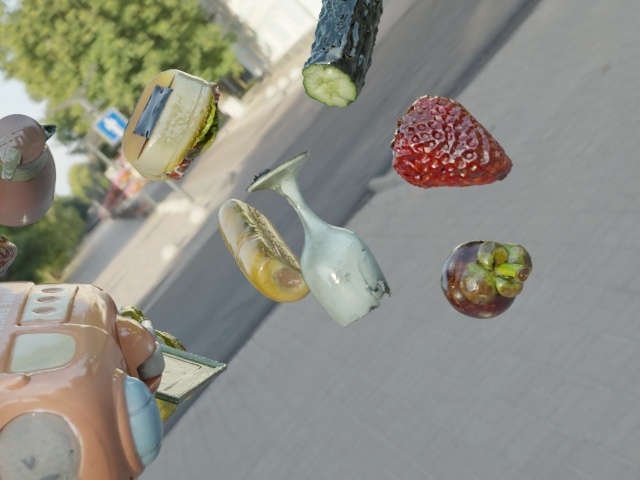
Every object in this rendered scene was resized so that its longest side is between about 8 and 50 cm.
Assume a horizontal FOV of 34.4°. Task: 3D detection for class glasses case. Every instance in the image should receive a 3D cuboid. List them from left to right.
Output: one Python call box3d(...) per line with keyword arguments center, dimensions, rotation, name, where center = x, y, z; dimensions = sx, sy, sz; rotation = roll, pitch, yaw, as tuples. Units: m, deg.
box3d(center=(-0.530, 0.040, 1.586), dimensions=(0.049, 0.073, 0.194), rotation=(-55, 7, 26), name="glasses case")

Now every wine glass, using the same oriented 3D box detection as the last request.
box3d(center=(0.000, 0.000, 1.853), dimensions=(0.143, 0.321, 0.143), rotation=(-31, 1, 1), name="wine glass")

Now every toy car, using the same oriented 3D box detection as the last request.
box3d(center=(-0.229, 0.134, 0.811), dimensions=(0.212, 0.180, 0.270), rotation=(-11, 23, -2), name="toy car")

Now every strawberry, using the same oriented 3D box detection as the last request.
box3d(center=(0.269, -0.179, 2.089), dimensions=(0.205, 0.244, 0.205), rotation=(-41, -35, -37), name="strawberry")

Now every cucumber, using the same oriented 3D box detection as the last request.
box3d(center=(0.024, -0.193, 0.844), dimensions=(0.058, 0.058, 0.187), rotation=(-35, 39, 50), name="cucumber")

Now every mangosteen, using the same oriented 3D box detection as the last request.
box3d(center=(0.299, 0.058, 1.880), dimensions=(0.156, 0.146, 0.181), rotation=(-54, -9, -25), name="mangosteen")

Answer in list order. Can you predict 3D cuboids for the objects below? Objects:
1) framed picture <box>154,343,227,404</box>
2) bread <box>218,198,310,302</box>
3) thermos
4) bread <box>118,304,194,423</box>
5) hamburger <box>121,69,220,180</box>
box3d(center=(-0.225, 0.114, 1.066), dimensions=(0.173, 0.231, 0.010), rotation=(-27, -48, -79), name="framed picture")
box3d(center=(-0.118, 0.023, 2.022), dimensions=(0.091, 0.142, 0.305), rotation=(-48, 31, 6), name="bread")
box3d(center=(-0.538, -0.124, 1.785), dimensions=(0.176, 0.146, 0.265), rotation=(-30, -5, -21), name="thermos")
box3d(center=(-0.325, 0.214, 1.826), dimensions=(0.161, 0.233, 0.088), rotation=(-48, -18, -17), name="bread")
box3d(center=(-0.268, -0.207, 1.872), dimensions=(0.173, 0.116, 0.210), rotation=(15, 80, 51), name="hamburger")
